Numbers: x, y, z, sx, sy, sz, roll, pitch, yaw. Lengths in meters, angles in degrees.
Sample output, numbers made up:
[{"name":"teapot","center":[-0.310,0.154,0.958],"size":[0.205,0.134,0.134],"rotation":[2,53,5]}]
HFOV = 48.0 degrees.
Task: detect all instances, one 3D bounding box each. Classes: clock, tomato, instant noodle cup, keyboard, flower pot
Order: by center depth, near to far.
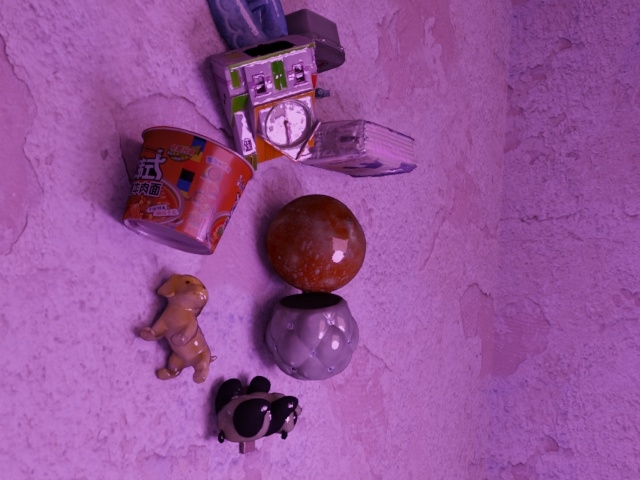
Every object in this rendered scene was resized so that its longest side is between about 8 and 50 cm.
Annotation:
[{"name":"instant noodle cup","center":[-0.283,-0.093,1.483],"size":[0.250,0.250,0.192],"rotation":[37,66,-52]},{"name":"clock","center":[-0.113,-0.321,1.770],"size":[0.235,0.166,0.309],"rotation":[-20,121,-18]},{"name":"keyboard","center":[-0.183,0.449,1.806],"size":[0.055,0.017,0.166],"rotation":[9,80,-63]},{"name":"flower pot","center":[-0.022,0.249,1.876],"size":[0.246,0.246,0.195],"rotation":[-20,110,-57]},{"name":"tomato","center":[0.000,0.000,1.897],"size":[0.270,0.222,0.270],"rotation":[23,52,-33]}]

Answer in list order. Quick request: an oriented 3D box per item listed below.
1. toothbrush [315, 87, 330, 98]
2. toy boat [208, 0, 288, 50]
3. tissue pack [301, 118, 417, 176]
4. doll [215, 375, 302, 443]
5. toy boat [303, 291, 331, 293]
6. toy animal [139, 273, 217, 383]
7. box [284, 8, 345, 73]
[{"name":"toothbrush","center":[-0.106,-0.422,1.971],"size":[0.418,0.040,0.042],"rotation":[-5,90,-54]},{"name":"toy boat","center":[-0.166,-0.591,1.796],"size":[0.215,0.123,0.330],"rotation":[-47,126,-51]},{"name":"tissue pack","center":[0.104,-0.266,2.100],"size":[0.344,0.242,0.125],"rotation":[7,84,-58]},{"name":"doll","center":[-0.148,0.412,1.735],"size":[0.234,0.143,0.135],"rotation":[2,110,-46]},{"name":"toy boat","center":[-0.007,0.132,2.050],"size":[0.057,0.077,0.200],"rotation":[-7,94,-59]},{"name":"toy animal","center":[-0.293,0.194,1.556],"size":[0.168,0.121,0.233],"rotation":[-47,131,-63]},{"name":"box","center":[-0.032,-0.546,1.991],"size":[0.210,0.148,0.129],"rotation":[-2,82,-61]}]
